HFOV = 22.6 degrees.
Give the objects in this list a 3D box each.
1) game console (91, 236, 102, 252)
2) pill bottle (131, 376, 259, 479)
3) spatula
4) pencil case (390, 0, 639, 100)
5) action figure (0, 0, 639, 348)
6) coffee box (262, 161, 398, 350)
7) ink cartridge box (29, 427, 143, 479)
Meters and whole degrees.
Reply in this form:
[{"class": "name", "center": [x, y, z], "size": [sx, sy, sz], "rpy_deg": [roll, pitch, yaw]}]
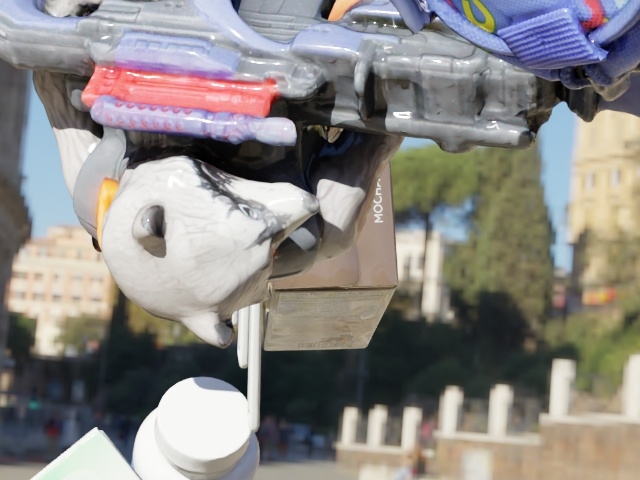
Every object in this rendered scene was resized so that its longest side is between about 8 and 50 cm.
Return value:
[{"class": "game console", "center": [-0.162, -0.082, 1.339], "size": [0.085, 0.144, 0.124], "rpy_deg": [-9, -27, -3]}, {"class": "pill bottle", "center": [-0.127, 0.231, 1.586], "size": [0.124, 0.124, 0.221], "rpy_deg": [6, -38, -7]}, {"class": "spatula", "center": [-0.047, -0.006, 1.089], "size": [0.019, 0.242, 0.168], "rpy_deg": [-4, 33, -9]}, {"class": "pencil case", "center": [0.163, -0.143, 0.574], "size": [0.306, 0.133, 0.119], "rpy_deg": [-22, 18, -35]}, {"class": "action figure", "center": [0.018, -0.059, 0.753], "size": [0.341, 0.178, 0.330], "rpy_deg": [12, 35, 21]}, {"class": "coffee box", "center": [0.000, 0.000, 1.585], "size": [0.119, 0.168, 0.297], "rpy_deg": [-2, -15, -4]}, {"class": "ink cartridge box", "center": [-0.168, 0.283, 1.211], "size": [0.181, 0.224, 0.056], "rpy_deg": [-39, -2, -6]}]
